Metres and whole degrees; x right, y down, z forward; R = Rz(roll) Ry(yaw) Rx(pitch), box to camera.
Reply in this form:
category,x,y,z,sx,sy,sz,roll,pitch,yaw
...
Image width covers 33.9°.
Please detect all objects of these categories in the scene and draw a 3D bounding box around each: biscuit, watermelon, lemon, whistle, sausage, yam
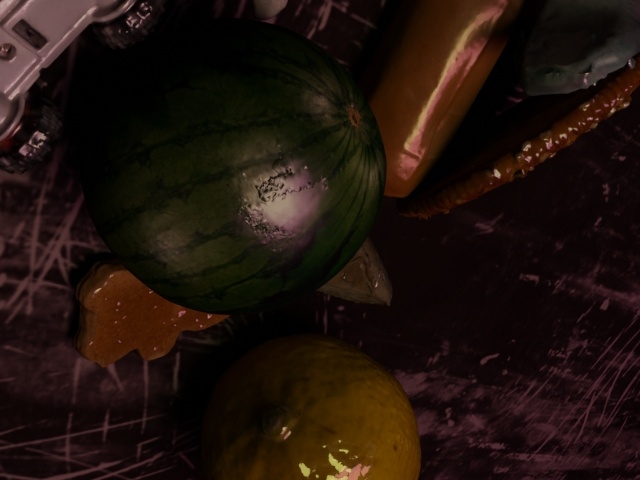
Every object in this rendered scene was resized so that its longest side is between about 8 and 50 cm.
category,x,y,z,sx,sy,sz,roll,pitch,yaw
biscuit,-0.142,0.044,1.040,0.225,0.036,0.166,-22,138,-35
watermelon,-0.070,-0.057,0.844,0.242,0.242,0.242,-27,139,-26
biscuit,0.211,-0.108,1.097,0.305,0.038,0.305,-33,-173,4
lemon,-0.008,0.234,1.177,0.245,0.245,0.320,-44,153,-6
whistle,0.286,-0.236,1.006,0.348,0.189,0.189,-55,150,-30
sausage,0.120,-0.194,1.025,0.112,0.112,0.328,9,115,-49
yam,0.000,0.000,1.090,0.106,0.106,0.259,-40,141,-11

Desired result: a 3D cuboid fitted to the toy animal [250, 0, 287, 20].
category,x,y,z,sx,sy,sz,roll,pitch,yaw
toy animal,0.014,-0.312,0.752,0.325,0.154,0.208,-48,163,17

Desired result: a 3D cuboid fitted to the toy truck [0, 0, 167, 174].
category,x,y,z,sx,sy,sz,roll,pitch,yaw
toy truck,-0.221,-0.142,0.723,0.286,0.111,0.136,-47,142,1
